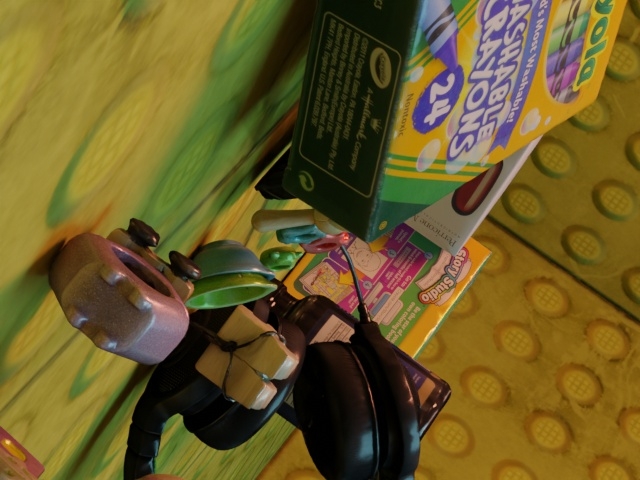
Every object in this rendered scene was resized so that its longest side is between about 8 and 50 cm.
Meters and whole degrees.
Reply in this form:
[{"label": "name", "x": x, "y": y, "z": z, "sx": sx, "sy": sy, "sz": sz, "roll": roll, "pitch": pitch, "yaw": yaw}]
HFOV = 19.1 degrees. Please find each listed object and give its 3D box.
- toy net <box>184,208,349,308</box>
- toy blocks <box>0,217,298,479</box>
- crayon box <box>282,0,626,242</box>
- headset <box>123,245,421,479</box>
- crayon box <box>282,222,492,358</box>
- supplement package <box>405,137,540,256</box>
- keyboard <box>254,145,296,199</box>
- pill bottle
[{"label": "toy net", "x": 0.000, "y": 0.000, "z": 1.408, "sx": 0.122, "sy": 0.045, "sz": 0.232, "roll": 4, "pitch": 159, "yaw": -41}, {"label": "toy blocks", "x": -0.108, "y": 0.195, "z": 0.989, "sx": 0.309, "sy": 0.289, "sz": 0.260, "roll": -52, "pitch": 180, "yaw": 6}, {"label": "crayon box", "x": 0.121, "y": -0.155, "z": 1.294, "sx": 0.323, "sy": 0.083, "sz": 0.203, "roll": -33, "pitch": 146, "yaw": -41}, {"label": "headset", "x": -0.029, "y": 0.119, "z": 1.632, "sx": 0.185, "sy": 0.243, "sz": 0.394, "roll": 18, "pitch": -90, "yaw": 71}, {"label": "crayon box", "x": 0.044, "y": 0.074, "z": 2.086, "sx": 0.278, "sy": 0.165, "sz": 0.081, "roll": -51, "pitch": 173, "yaw": -30}, {"label": "supplement package", "x": 0.168, "y": -0.129, "z": 2.052, "sx": 0.244, "sy": 0.139, "sz": 0.134, "roll": -59, "pitch": 174, "yaw": 33}, {"label": "keyboard", "x": 0.092, "y": -0.130, "z": 1.507, "sx": 0.202, "sy": 0.033, "sz": 0.317, "roll": -5, "pitch": -148, "yaw": 36}, {"label": "pill bottle", "x": 0.008, "y": 0.130, "z": 1.855, "sx": 0.123, "sy": 0.219, "sz": 0.123, "roll": -54, "pitch": 173, "yaw": -9}]
